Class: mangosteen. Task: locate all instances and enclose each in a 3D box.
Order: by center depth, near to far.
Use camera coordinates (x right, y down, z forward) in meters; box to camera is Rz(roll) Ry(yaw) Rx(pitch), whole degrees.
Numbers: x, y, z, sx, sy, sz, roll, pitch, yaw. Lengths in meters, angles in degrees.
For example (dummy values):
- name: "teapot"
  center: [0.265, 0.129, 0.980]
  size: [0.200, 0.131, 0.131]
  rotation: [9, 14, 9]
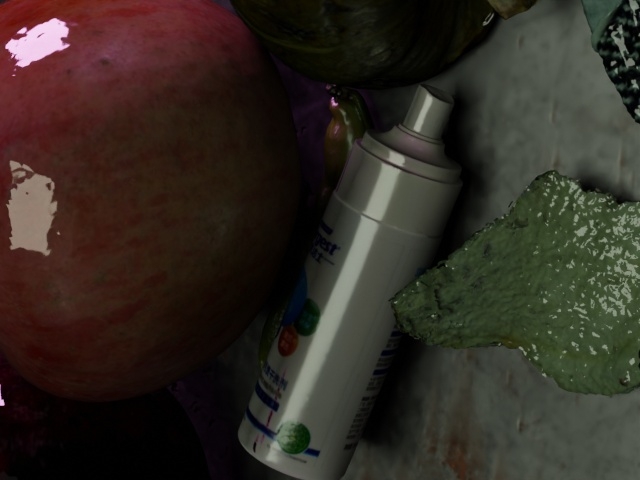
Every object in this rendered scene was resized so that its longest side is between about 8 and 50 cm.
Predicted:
- name: "mangosteen"
  center: [-0.232, 0.212, 1.413]
  size: [0.300, 0.300, 0.300]
  rotation: [6, 101, 36]

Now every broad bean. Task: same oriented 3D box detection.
- name: "broad bean"
  center: [0.001, 0.001, 1.334]
  size: [0.052, 0.052, 0.256]
  rotation: [-123, 45, -64]

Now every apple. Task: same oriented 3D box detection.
- name: "apple"
  center: [-0.145, -0.046, 1.278]
  size: [0.345, 0.269, 0.345]
  rotation: [158, 90, -80]

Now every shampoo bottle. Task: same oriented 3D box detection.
- name: "shampoo bottle"
  center: [0.031, 0.029, 1.275]
  size: [0.092, 0.092, 0.303]
  rotation: [30, 107, 30]

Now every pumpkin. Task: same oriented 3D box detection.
- name: "pumpkin"
  center: [0.040, -0.236, 1.162]
  size: [0.242, 0.232, 0.325]
  rotation: [39, 121, 23]

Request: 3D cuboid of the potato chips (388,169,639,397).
- name: "potato chips"
  center: [0.164, 0.034, 1.205]
  size: [0.228, 0.059, 0.167]
  rotation: [10, 115, 21]

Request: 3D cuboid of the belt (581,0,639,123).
- name: "belt"
  center: [0.268, -0.170, 1.047]
  size: [0.207, 0.150, 0.258]
  rotation: [-23, 82, 47]
